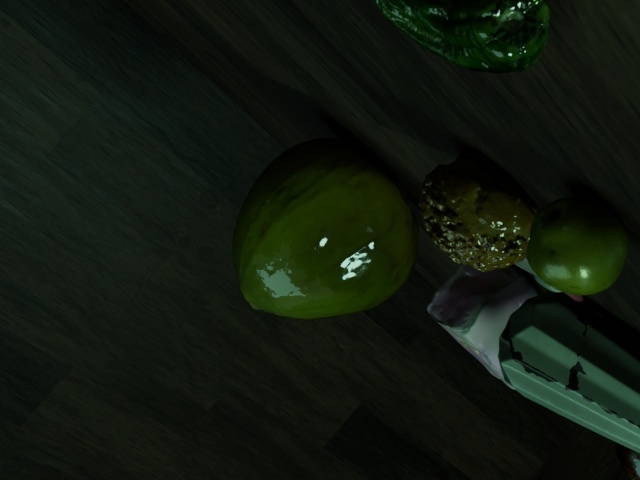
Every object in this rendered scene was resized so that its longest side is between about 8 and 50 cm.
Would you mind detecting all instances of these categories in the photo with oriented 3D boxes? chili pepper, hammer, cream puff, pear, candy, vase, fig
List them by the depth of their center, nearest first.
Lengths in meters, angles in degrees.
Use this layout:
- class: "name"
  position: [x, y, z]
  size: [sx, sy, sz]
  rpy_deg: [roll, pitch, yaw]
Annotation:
- class: "chili pepper"
  position: [0.083, -0.144, 0.511]
  size: [0.073, 0.050, 0.182]
  rpy_deg: [32, -173, -37]
- class: "pear"
  position: [0.228, 0.009, 0.737]
  size: [0.097, 0.092, 0.092]
  rpy_deg: [41, 179, -18]
- class: "cream puff"
  position: [0.169, -0.026, 0.915]
  size: [0.144, 0.103, 0.126]
  rpy_deg: [46, -178, 16]
- class: "vase"
  position: [0.404, 0.202, 1.088]
  size: [0.360, 0.165, 0.165]
  rpy_deg: [33, 174, 44]
- class: "hammer"
  position: [0.326, 0.062, 1.116]
  size: [0.083, 0.031, 0.052]
  rpy_deg: [34, -174, -27]
- class: "candy"
  position: [0.311, 0.140, 1.429]
  size: [0.265, 0.155, 0.116]
  rpy_deg: [42, -178, -44]
- class: "fig"
  position: [-0.003, -0.009, 1.476]
  size: [0.343, 0.343, 0.343]
  rpy_deg: [41, 179, 1]

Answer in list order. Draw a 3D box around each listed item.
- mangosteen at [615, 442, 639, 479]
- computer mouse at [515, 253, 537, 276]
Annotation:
- class: "mangosteen"
  position: [0.497, 0.296, 1.151]
  size: [0.146, 0.155, 0.181]
  rpy_deg: [24, -162, -7]
- class: "computer mouse"
  position: [0.267, 0.017, 1.026]
  size: [0.096, 0.039, 0.066]
  rpy_deg: [30, 174, 36]
